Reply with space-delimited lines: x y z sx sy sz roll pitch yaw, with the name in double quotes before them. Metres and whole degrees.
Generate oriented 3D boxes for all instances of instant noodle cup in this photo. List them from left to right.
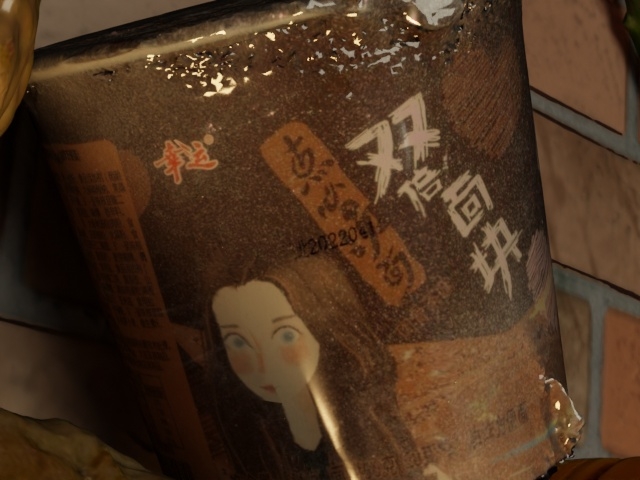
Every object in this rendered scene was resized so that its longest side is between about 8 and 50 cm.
"instant noodle cup" 0.000 0.000 0.637 0.217 0.217 0.207 -24 106 -45

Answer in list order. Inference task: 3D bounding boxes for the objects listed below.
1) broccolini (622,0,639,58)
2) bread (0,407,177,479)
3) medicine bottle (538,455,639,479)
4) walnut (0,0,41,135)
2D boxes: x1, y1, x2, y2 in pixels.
"broccolini" 0.201 -0.147 0.990 0.067 0.058 0.216 -23 108 -10
"bread" -0.107 0.156 0.504 0.230 0.123 0.230 23 26 -12
"medicine bottle" 0.084 0.145 0.691 0.096 0.192 0.096 11 74 -44
"walnut" -0.170 -0.101 0.523 0.155 0.155 0.184 6 75 -44
